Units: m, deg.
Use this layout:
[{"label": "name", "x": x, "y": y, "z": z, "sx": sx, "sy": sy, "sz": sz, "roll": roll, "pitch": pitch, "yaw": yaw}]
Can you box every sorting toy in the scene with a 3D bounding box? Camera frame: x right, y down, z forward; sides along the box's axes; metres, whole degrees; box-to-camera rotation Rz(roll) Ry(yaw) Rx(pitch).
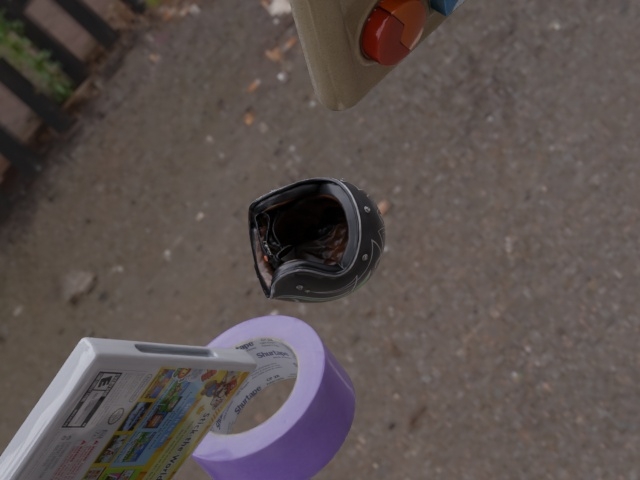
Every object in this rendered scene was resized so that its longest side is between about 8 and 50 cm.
[{"label": "sorting toy", "x": 0.069, "y": -0.255, "z": 1.059, "sx": 0.229, "sy": 0.307, "sz": 0.041, "roll": -40, "pitch": 59, "yaw": -14}]

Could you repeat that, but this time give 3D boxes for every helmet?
[{"label": "helmet", "x": 0.000, "y": 0.000, "z": 1.707, "sx": 0.161, "sy": 0.169, "sz": 0.169, "roll": -12, "pitch": 24, "yaw": -12}]

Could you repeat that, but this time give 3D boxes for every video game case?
[{"label": "video game case", "x": -0.180, "y": 0.176, "z": 1.127, "sx": 0.026, "sy": 0.206, "sz": 0.227, "roll": 45, "pitch": 108, "yaw": 30}]

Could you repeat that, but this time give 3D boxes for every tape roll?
[{"label": "tape roll", "x": -0.062, "y": 0.179, "z": 1.465, "sx": 0.189, "sy": 0.080, "sz": 0.189, "roll": -20, "pitch": 42, "yaw": 19}]
